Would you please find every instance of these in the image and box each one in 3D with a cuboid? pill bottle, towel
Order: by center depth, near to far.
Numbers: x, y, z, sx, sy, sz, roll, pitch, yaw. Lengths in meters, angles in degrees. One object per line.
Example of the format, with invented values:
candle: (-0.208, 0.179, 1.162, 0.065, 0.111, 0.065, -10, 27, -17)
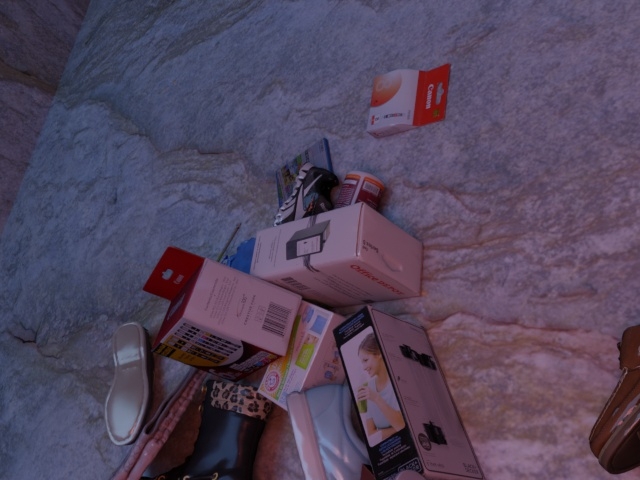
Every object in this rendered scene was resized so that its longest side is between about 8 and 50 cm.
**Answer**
pill bottle: (0.071, -0.062, 1.326, 0.086, 0.086, 0.151, 11, 77, 47)
towel: (-0.378, 0.446, 1.369, 0.316, 0.053, 0.332, -55, 2, 16)

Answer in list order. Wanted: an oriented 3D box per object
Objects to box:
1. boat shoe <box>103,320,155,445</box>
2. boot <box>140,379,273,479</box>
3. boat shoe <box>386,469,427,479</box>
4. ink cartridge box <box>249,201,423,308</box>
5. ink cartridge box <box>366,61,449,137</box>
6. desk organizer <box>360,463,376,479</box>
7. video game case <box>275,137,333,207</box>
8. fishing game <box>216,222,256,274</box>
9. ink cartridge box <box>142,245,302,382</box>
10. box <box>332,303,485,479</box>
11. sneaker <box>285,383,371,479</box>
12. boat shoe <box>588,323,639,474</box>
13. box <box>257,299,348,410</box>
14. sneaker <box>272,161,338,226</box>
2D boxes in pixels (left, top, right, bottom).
boat shoe: (-0.479, 0.369, 1.633, 0.117, 0.096, 0.324, -13, 57, 4)
boot: (-0.245, 0.444, 1.331, 0.378, 0.138, 0.284, -15, 53, 50)
boat shoe: (0.154, 0.437, 0.834, 0.267, 0.096, 0.088, 53, 127, 11)
ink cartridge box: (0.031, 0.041, 1.225, 0.273, 0.198, 0.114, -14, 59, 40)
ink cartridge box: (0.186, -0.308, 1.377, 0.179, 0.045, 0.145, -10, 62, 44)
desk organizer: (0.118, 0.388, 1.002, 0.047, 0.130, 0.050, -13, 59, 41)
video game case: (-0.042, -0.161, 1.546, 0.166, 0.015, 0.119, -31, 50, 30)
fishing game: (-0.166, 0.088, 1.519, 0.264, 0.041, 0.189, 40, 106, 42)
ink cartridge box: (-0.228, 0.159, 1.279, 0.309, 0.272, 0.130, -42, 28, 58)
box: (0.136, 0.260, 1.028, 0.087, 0.169, 0.289, -40, 47, 26)
sneaker: (0.056, 0.411, 1.058, 0.150, 0.135, 0.365, -16, 71, -4)
boat shoe: (0.445, 0.161, 0.829, 0.307, 0.111, 0.104, -49, 38, 0)
box: (-0.017, 0.232, 1.240, 0.114, 0.103, 0.203, 16, 80, 48)
sneaker: (-0.029, -0.066, 1.420, 0.106, 0.078, 0.234, 14, 72, 31)
